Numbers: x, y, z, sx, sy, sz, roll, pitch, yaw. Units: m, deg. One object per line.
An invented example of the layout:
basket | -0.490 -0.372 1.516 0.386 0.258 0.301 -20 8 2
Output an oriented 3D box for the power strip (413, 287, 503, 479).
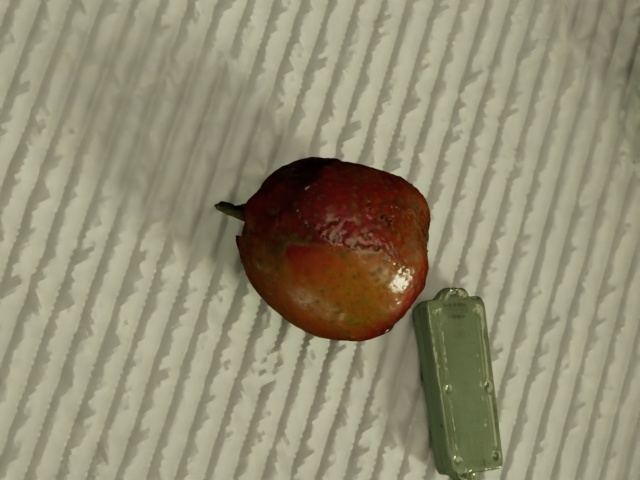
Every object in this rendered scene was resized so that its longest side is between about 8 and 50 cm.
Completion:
power strip | 0.056 0.061 0.691 0.027 0.017 0.083 -3 83 -21

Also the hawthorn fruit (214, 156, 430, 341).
hawthorn fruit | 0.006 0.001 0.653 0.077 0.077 0.077 3 80 -21
